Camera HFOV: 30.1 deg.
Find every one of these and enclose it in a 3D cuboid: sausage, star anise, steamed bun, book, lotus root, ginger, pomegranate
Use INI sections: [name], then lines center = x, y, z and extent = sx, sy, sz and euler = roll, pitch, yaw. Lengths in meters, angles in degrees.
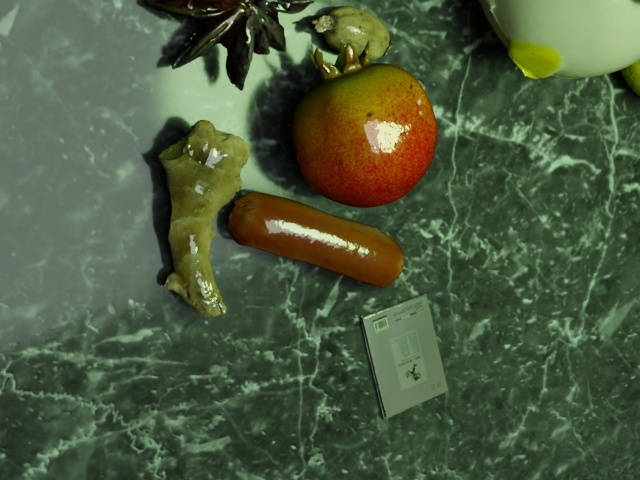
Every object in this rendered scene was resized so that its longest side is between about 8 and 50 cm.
[sausage]
center = 0.000, 0.000, 1.829
extent = 0.300, 0.083, 0.089
euler = 17, 104, -26
[star anise]
center = -0.110, -0.344, 1.706
extent = 0.212, 0.129, 0.283
euler = 39, 89, -19
[steamed bun]
center = 0.394, -0.436, 1.826
extent = 0.334, 0.334, 0.374
euler = -27, 103, -19
[book]
center = 0.140, 0.190, 1.964
extent = 0.127, 0.014, 0.181
euler = -20, 106, -22
[lotus root]
center = 0.051, -0.318, 1.816
extent = 0.152, 0.063, 0.072
euler = 11, 103, -30
[ginger]
center = -0.169, -0.032, 1.744
extent = 0.131, 0.086, 0.294
euler = -5, 104, -20
[pomegranate]
center = 0.059, -0.176, 1.764
extent = 0.221, 0.221, 0.256
euler = -28, 102, -19

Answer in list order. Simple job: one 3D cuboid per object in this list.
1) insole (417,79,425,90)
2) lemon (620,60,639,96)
[insole]
center = 0.126, -0.166, 1.903
extent = 0.063, 0.010, 0.192
euler = 13, 91, -28
[lemon]
center = 0.592, -0.314, 2.016
extent = 0.206, 0.173, 0.173
euler = 26, 86, -3
